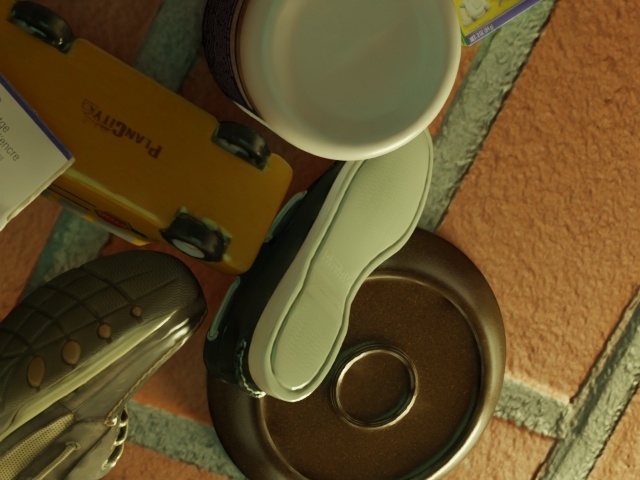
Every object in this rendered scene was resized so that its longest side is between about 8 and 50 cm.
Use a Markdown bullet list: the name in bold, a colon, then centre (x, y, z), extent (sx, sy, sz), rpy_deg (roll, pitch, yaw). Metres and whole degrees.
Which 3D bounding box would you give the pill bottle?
- **pill bottle**: centre (-0.010, -0.156, 0.782), extent (0.153, 0.265, 0.153), rpy_deg (-4, 106, -15)

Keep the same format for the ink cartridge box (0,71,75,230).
- **ink cartridge box**: centre (-0.361, -0.062, 0.625), extent (0.303, 0.072, 0.307), rpy_deg (52, 53, -19)

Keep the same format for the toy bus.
- **toy bus**: centre (-0.194, -0.087, 0.812), extent (0.333, 0.130, 0.108), rpy_deg (30, 71, -20)

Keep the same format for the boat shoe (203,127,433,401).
- **boat shoe**: centre (0.000, 0.000, 0.887), extent (0.302, 0.091, 0.114), rpy_deg (-54, 130, -30)

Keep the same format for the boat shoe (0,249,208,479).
- **boat shoe**: centre (-0.231, 0.138, 0.872), extent (0.355, 0.132, 0.130), rpy_deg (-34, 129, 14)

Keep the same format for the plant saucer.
- **plant saucer**: centre (0.047, 0.136, 0.990), extent (0.311, 0.050, 0.310), rpy_deg (-4, 106, -15)

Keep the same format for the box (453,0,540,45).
- **box**: centre (0.129, -0.278, 0.906), extent (0.105, 0.043, 0.179), rpy_deg (-34, 108, -5)
